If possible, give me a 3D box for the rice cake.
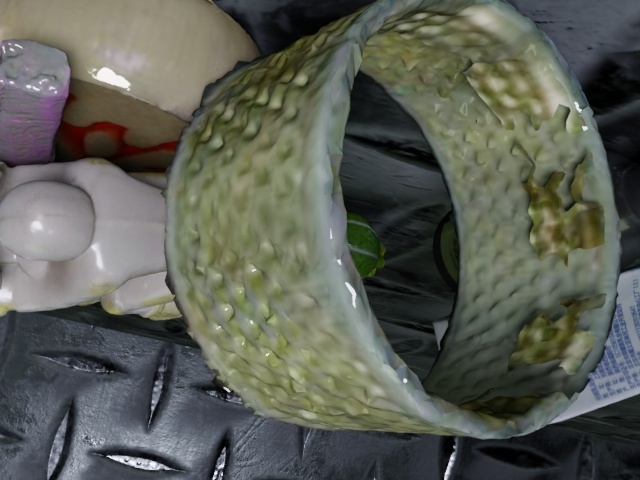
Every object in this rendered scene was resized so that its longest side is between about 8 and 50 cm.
[{"bbox_3d":[-0.194,-0.069,0.494,0.047,0.036,0.206,13,159,-20],"label":"rice cake"}]

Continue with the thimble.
[{"bbox_3d":[0.055,-0.013,0.467,0.271,0.271,0.150,23,158,-35],"label":"thimble"}]

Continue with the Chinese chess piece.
[{"bbox_3d":[-0.159,-0.109,0.571,0.249,0.103,0.250,9,162,3],"label":"Chinese chess piece"}]

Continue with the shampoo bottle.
[{"bbox_3d":[0.206,-0.015,0.634,0.101,0.101,0.284,17,162,-18],"label":"shampoo bottle"}]

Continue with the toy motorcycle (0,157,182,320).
[{"bbox_3d":[-0.153,0.000,0.513,0.340,0.108,0.223,0,171,-22],"label":"toy motorcycle"}]

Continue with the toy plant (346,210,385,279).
[{"bbox_3d":[0.000,0.000,0.845,0.162,0.093,0.093,17,163,-27],"label":"toy plant"}]

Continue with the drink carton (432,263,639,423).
[{"bbox_3d":[0.270,0.079,0.686,0.315,0.107,0.130,-11,171,-23],"label":"drink carton"}]
